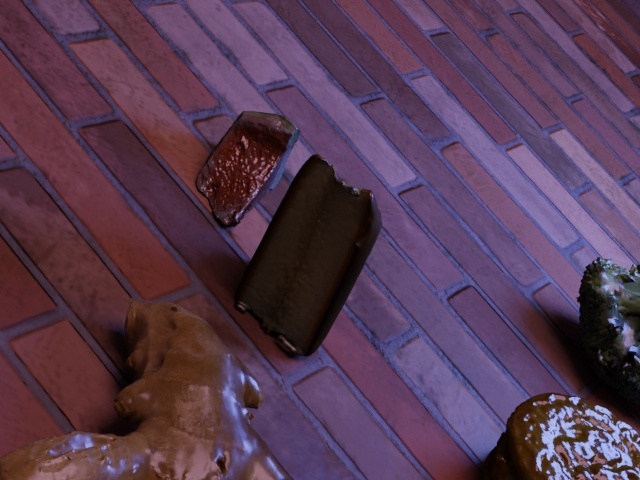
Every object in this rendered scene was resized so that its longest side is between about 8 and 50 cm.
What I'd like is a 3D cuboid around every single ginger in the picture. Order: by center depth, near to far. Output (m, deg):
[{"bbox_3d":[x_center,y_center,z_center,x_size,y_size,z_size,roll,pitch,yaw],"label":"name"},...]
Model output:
[{"bbox_3d":[-0.099,0.218,1.216,0.363,0.122,0.348,28,41,-4],"label":"ginger"}]

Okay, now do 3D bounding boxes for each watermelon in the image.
[{"bbox_3d":[-0.105,-0.085,1.654,0.098,0.121,0.158,27,76,3],"label":"watermelon"}]

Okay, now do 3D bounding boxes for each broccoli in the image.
[{"bbox_3d":[0.470,0.140,1.891,0.198,0.176,0.226,-10,37,-40],"label":"broccoli"}]

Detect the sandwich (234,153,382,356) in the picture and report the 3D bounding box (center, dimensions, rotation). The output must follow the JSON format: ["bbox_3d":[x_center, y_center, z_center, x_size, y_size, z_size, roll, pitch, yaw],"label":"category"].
[{"bbox_3d":[0.000,0.000,1.483,0.122,0.235,0.128,29,33,1],"label":"sandwich"}]

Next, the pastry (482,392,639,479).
[{"bbox_3d":[0.304,0.309,1.542,0.240,0.132,0.235,27,37,-1],"label":"pastry"}]
